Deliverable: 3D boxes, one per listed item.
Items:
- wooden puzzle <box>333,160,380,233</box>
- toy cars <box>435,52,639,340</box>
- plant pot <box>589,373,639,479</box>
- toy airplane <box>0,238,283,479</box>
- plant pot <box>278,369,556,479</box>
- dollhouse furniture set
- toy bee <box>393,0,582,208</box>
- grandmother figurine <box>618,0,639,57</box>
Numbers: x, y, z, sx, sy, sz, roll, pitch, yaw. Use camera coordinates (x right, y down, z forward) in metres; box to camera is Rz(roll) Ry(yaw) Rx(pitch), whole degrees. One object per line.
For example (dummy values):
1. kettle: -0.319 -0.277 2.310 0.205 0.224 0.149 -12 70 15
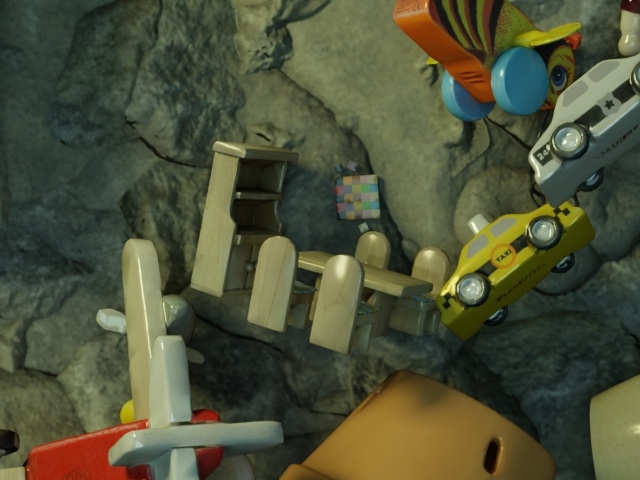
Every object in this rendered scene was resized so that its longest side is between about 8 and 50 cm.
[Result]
1. wooden puzzle: 0.042 -0.049 1.280 0.049 0.006 0.083 -4 92 3
2. toy cars: 0.228 -0.054 1.131 0.087 0.176 0.394 53 137 27
3. plant pot: 0.428 0.214 1.172 0.274 0.256 0.257 -9 92 19
4. toy airplane: -0.163 0.236 1.155 0.384 0.272 0.386 35 106 45
5. plant pot: 0.111 0.272 1.168 0.291 0.291 0.203 33 76 1
6. dollhouse furniture set: 0.000 0.000 1.182 0.242 0.212 0.161 16 99 29
7. toy bee: 0.202 -0.190 1.210 0.195 0.298 0.162 17 61 35
8. grandmother figurine: 0.418 -0.264 1.211 0.207 0.104 0.342 -21 94 -5
